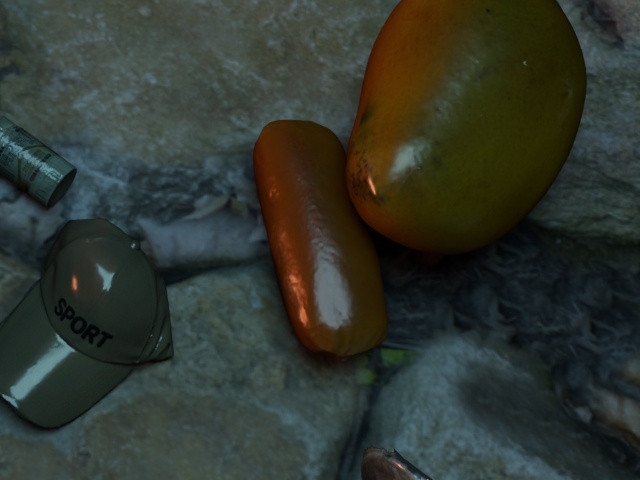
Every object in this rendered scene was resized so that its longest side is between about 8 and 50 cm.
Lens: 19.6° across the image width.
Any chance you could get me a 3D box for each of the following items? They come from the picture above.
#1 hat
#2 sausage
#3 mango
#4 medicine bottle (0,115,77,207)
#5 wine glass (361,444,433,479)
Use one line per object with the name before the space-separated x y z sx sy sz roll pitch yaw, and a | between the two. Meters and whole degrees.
hat | -0.208 0.075 1.585 0.147 0.085 0.175 37 61 6
sausage | 0.000 0.000 1.667 0.098 0.098 0.238 -7 63 -16
mango | 0.130 -0.114 1.694 0.211 0.173 0.317 45 53 -20
medicine bottle | -0.264 -0.071 1.667 0.083 0.047 0.047 36 62 6
wine glass | -0.010 0.280 1.506 0.241 0.126 0.126 -33 75 -26
